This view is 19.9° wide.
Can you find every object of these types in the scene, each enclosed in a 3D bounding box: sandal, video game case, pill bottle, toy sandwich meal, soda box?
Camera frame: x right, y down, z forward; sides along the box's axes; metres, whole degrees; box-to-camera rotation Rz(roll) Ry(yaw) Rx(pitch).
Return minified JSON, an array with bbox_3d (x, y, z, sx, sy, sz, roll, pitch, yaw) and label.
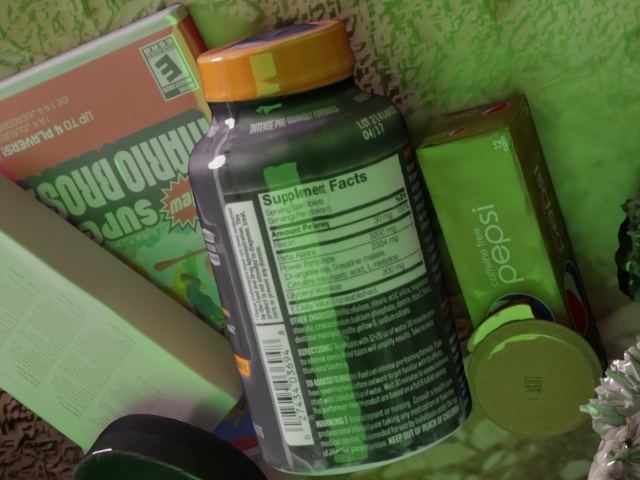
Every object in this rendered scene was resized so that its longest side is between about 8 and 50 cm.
[{"bbox_3d":[-0.116,0.298,1.182,0.167,0.107,0.446,15,133,16],"label":"sandal"},{"bbox_3d":[-0.112,0.015,1.156,0.204,0.025,0.285,-20,106,22],"label":"video game case"},{"bbox_3d":[0.000,0.000,1.050,0.130,0.130,0.246,-10,101,19],"label":"pill bottle"},{"bbox_3d":[0.121,0.074,1.044,0.085,0.029,0.085,4,116,8],"label":"toy sandwich meal"},{"bbox_3d":[0.114,0.012,1.070,0.058,0.061,0.181,-13,108,21],"label":"soda box"}]

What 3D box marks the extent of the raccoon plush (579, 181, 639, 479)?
[{"bbox_3d":[0.268,-0.005,0.888,0.216,0.299,0.446,24,116,5],"label":"raccoon plush"}]

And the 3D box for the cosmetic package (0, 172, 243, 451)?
[{"bbox_3d":[-0.164,0.050,1.136,0.239,0.060,0.099,37,116,-2],"label":"cosmetic package"}]
